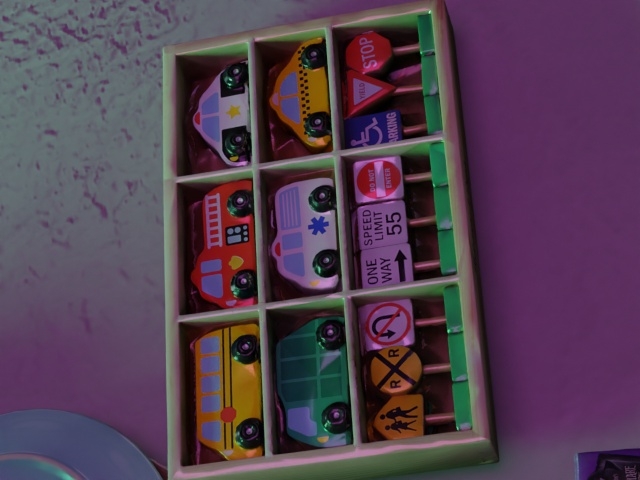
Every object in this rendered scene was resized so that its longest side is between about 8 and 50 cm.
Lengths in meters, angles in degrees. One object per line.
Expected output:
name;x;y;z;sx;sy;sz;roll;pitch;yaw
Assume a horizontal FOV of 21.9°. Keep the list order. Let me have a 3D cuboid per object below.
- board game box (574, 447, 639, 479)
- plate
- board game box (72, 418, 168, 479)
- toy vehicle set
board game box;0.205;0.198;0.631;0.208;0.056;0.347;-8;30;11
plate;-0.162;0.175;0.863;0.188;0.024;0.188;-7;66;15
board game box;-0.047;0.215;0.837;0.281;0.027;0.145;25;76;25
toy vehicle set;0.000;0.000;0.891;0.166;0.035;0.267;-10;61;11
